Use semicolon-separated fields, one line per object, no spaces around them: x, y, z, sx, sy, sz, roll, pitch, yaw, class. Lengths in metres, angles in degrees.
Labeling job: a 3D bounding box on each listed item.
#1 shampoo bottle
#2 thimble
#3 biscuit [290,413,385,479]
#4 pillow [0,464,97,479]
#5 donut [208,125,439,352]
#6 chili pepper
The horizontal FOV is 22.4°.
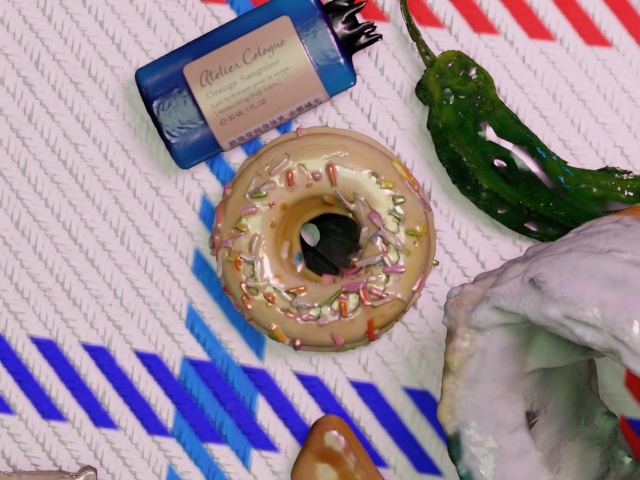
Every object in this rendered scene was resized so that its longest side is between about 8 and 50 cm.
-0.041;-0.128;1.199;0.183;0.050;0.087;-26;84;6;shampoo bottle
0.212;0.117;1.073;0.288;0.167;0.254;49;132;17;thimble
0.056;0.243;1.191;0.208;0.047;0.164;27;92;6;biscuit
-0.314;0.300;1.220;0.274;0.076;0.280;4;91;5;pillow
0.000;0.000;1.187;0.175;0.068;0.174;0;89;6;donut
0.150;-0.074;1.172;0.279;0.065;0.122;33;85;4;chili pepper
